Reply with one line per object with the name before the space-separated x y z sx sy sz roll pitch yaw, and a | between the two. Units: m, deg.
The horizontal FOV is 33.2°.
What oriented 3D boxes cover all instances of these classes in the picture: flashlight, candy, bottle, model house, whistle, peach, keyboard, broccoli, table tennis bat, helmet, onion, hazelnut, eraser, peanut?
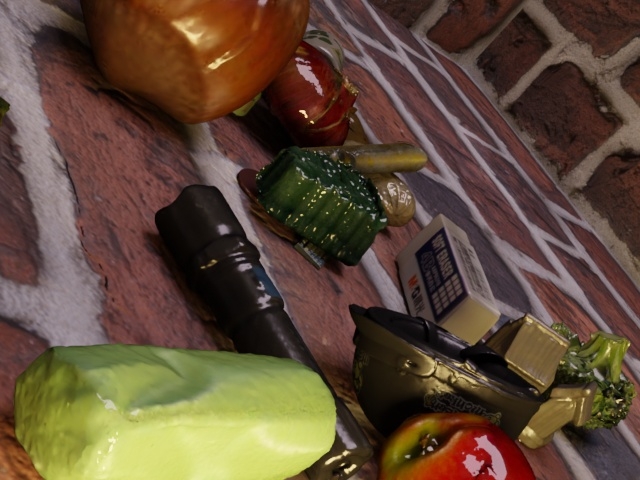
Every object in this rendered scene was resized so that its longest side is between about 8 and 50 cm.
flashlight | -0.070 0.109 1.281 0.103 0.103 0.424 13 37 -54
candy | -0.125 0.160 1.003 0.343 0.132 0.142 12 52 -55
bottle | -0.009 -0.363 2.168 0.120 0.120 0.253 40 21 -9
model house | 0.334 0.217 1.715 0.229 0.188 0.122 43 35 1
whistle | 0.059 -0.144 1.917 0.326 0.057 0.068 -8 25 -41
peach | 0.159 0.295 1.211 0.197 0.197 0.197 37 21 -17
keyboard | 0.000 0.001 1.734 0.055 0.014 0.176 46 20 -2
broccoli | 0.470 0.240 1.899 0.226 0.176 0.198 0 30 -9
table tennis bat | -0.082 -0.083 1.748 0.095 0.014 0.158 47 22 14
helmet | 0.138 0.197 1.377 0.278 0.160 0.230 21 7 -14
onion | -0.029 -0.261 1.955 0.248 0.161 0.248 52 -16 22
hazelnut | -0.196 -0.367 1.657 0.372 0.372 0.315 42 -9 -2
eraser | 0.208 0.077 1.811 0.081 0.124 0.279 35 21 -23
peanut | 0.092 -0.109 2.023 0.098 0.090 0.214 -29 63 -23

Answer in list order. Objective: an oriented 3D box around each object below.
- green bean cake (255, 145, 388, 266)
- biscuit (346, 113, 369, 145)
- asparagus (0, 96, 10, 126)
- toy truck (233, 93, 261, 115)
green bean cake | -0.003 -0.078 1.714 0.208 0.107 0.193 30 24 -24
biscuit | -0.034 -0.306 2.248 0.359 0.046 0.359 36 20 -16
asparagus | -0.494 -0.209 1.090 0.382 0.108 0.128 39 21 -7
toy truck | -0.179 -0.277 1.864 0.169 0.077 0.100 28 24 -38
